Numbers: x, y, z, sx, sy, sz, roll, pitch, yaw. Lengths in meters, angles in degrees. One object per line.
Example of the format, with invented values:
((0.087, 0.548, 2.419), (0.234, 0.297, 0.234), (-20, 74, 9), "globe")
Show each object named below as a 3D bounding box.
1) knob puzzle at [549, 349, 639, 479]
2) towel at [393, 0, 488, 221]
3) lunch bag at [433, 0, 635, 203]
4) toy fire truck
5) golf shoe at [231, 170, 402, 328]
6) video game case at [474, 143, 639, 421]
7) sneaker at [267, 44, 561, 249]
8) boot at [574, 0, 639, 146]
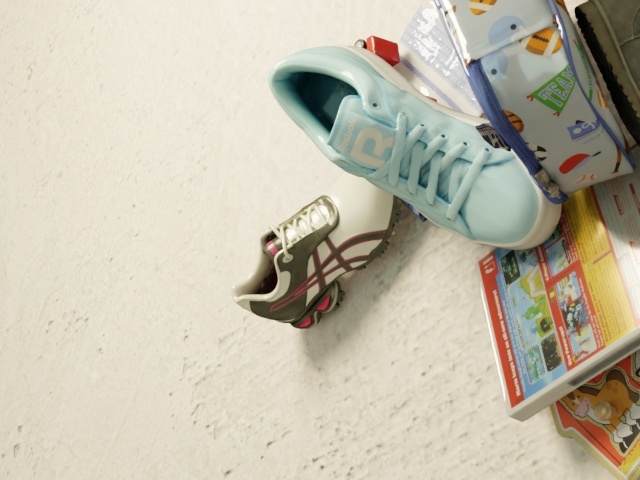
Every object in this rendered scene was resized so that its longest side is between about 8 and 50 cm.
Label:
((0.285, 0.117, 1.203), (0.213, 0.030, 0.213), (-17, 67, 45), "knob puzzle")
((0.142, -0.188, 1.450), (0.285, 0.034, 0.209), (-58, 43, 19), "towel")
((0.204, -0.186, 1.201), (0.115, 0.243, 0.303), (-24, 57, 18), "lunch bag")
((0.057, -0.174, 1.487), (0.192, 0.047, 0.135), (-26, 61, 46), "toy fire truck")
((0.000, 0.000, 1.469), (0.272, 0.120, 0.105), (-57, 43, 26), "golf shoe")
((0.277, 0.029, 1.211), (0.285, 0.025, 0.204), (-40, 40, 33), "video game case")
((0.082, -0.094, 1.311), (0.366, 0.150, 0.135), (34, 120, 31), "sneaker")
((0.368, -0.194, 1.143), (0.209, 0.189, 0.076), (-25, 11, 1), "boot")
